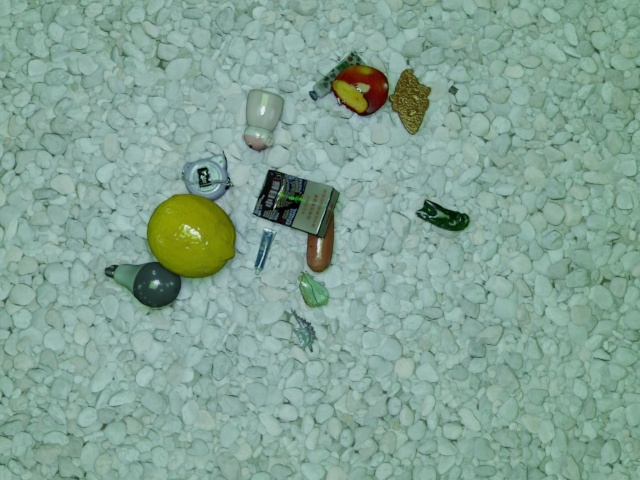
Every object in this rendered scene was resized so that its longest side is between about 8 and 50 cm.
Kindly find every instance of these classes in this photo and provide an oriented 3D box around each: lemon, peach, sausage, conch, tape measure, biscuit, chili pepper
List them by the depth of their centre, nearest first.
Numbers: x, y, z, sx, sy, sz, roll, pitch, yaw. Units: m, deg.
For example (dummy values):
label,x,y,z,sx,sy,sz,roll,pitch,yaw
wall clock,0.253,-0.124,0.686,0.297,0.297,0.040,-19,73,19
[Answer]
label,x,y,z,sx,sy,sz,roll,pitch,yaw
lemon,-0.489,-0.015,1.785,0.336,0.336,0.336,0,86,-2
sausage,0.000,0.000,1.897,0.114,0.113,0.259,3,86,-2
tape measure,-0.454,-0.251,1.897,0.196,0.105,0.178,-21,88,-5
peach,0.157,-0.607,1.902,0.226,0.190,0.196,-3,110,-8
conch,-0.039,0.206,1.904,0.106,0.079,0.170,-41,73,-10
chili pepper,0.506,-0.100,1.947,0.224,0.061,0.098,17,93,-3
biscuit,0.381,-0.585,1.982,0.183,0.043,0.280,-6,91,1

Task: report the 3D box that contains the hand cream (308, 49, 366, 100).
label,x,y,z,sx,sy,sz,roll,pitch,yaw
hand cream,0.067,-0.687,1.971,0.276,0.059,0.095,-41,91,-8

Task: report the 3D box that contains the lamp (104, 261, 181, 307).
label,x,y,z,sx,sy,sz,roll,pitch,yaw
lamp,-0.691,0.152,1.858,0.314,0.182,0.182,19,85,31

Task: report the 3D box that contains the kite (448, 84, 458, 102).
label,x,y,z,sx,sy,sz,roll,pitch,yaw
kite,0.580,-0.631,2.011,0.044,0.002,0.078,-37,87,-4

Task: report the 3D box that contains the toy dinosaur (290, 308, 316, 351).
label,x,y,z,sx,sy,sz,roll,pitch,yaw
toy dinosaur,-0.069,0.361,1.904,0.082,0.039,0.209,-28,99,-7

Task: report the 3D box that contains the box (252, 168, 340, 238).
label,x,y,z,sx,sy,sz,roll,pitch,yaw
box,-0.097,-0.147,1.852,0.310,0.084,0.198,18,87,26

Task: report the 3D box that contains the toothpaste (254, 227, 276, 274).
label,x,y,z,sx,sy,sz,roll,pitch,yaw
toothpaste,-0.234,0.046,1.922,0.057,0.035,0.197,17,83,-7

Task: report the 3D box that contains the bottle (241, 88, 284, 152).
label,x,y,z,sx,sy,sz,roll,pitch,yaw
bottle,-0.241,-0.478,1.904,0.148,0.147,0.236,12,93,-1
